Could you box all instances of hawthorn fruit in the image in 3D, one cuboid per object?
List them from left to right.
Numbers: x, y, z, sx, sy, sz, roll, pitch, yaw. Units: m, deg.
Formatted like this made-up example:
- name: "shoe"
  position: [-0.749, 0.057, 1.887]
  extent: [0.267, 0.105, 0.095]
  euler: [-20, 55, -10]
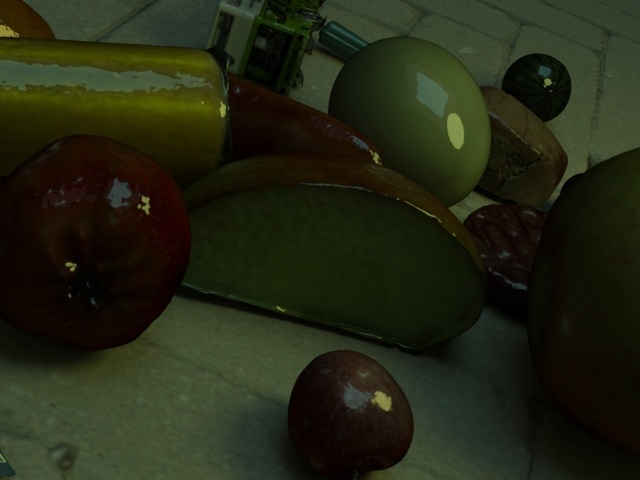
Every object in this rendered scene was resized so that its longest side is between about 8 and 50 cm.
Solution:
- name: "hawthorn fruit"
  position: [-0.201, -0.012, 0.982]
  extent: [0.179, 0.179, 0.200]
  euler: [10, 35, -20]

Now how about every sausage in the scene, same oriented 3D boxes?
- name: "sausage"
  position: [-0.058, -0.125, 1.308]
  extent: [0.300, 0.089, 0.083]
  euler: [24, 20, 18]

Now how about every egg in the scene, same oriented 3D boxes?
- name: "egg"
  position: [0.106, -0.137, 1.364]
  extent: [0.186, 0.186, 0.241]
  euler: [5, 44, -27]

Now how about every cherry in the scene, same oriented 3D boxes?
- name: "cherry"
  position: [0.037, 0.179, 0.926]
  extent: [0.107, 0.090, 0.225]
  euler: [10, 42, -32]

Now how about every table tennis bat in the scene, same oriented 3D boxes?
- name: "table tennis bat"
  position: [0.106, -0.250, 1.685]
  extent: [0.244, 0.040, 0.153]
  euler: [31, 29, 5]

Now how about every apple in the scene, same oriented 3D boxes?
- name: "apple"
  position: [0.000, 0.000, 1.142]
  extent: [0.346, 0.254, 0.179]
  euler: [15, 71, -12]
- name: "apple"
  position: [0.338, 0.054, 1.097]
  extent: [0.277, 0.319, 0.319]
  euler: [16, 31, -4]

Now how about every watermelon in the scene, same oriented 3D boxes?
- name: "watermelon"
  position: [0.328, -0.226, 1.718]
  extent: [0.105, 0.105, 0.133]
  euler: [14, 11, -13]

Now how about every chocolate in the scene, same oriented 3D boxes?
- name: "chocolate"
  position: [-0.312, -0.143, 1.136]
  extent: [0.445, 0.162, 0.162]
  euler: [3, 35, -27]

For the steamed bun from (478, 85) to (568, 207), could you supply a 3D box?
- name: "steamed bun"
  position: [0.241, -0.121, 1.515]
  extent: [0.175, 0.106, 0.145]
  euler: [38, 26, 1]

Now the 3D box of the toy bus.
- name: "toy bus"
  position: [-0.068, -0.310, 1.609]
  extent: [0.139, 0.113, 0.301]
  euler: [19, 28, -5]

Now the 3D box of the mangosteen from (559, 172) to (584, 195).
- name: "mangosteen"
  position: [0.340, -0.049, 1.483]
  extent: [0.081, 0.081, 0.081]
  euler: [16, 31, -10]

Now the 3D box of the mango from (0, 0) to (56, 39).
- name: "mango"
  position: [-0.398, -0.211, 1.209]
  extent: [0.252, 0.154, 0.126]
  euler: [14, 20, -41]

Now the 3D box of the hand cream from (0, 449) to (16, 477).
- name: "hand cream"
  position: [-0.322, 0.083, 0.878]
  extent: [0.091, 0.058, 0.271]
  euler: [7, 36, -45]

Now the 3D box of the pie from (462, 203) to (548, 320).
- name: "pie"
  position: [0.259, 0.029, 1.333]
  extent: [0.219, 0.054, 0.204]
  euler: [15, 31, -8]
